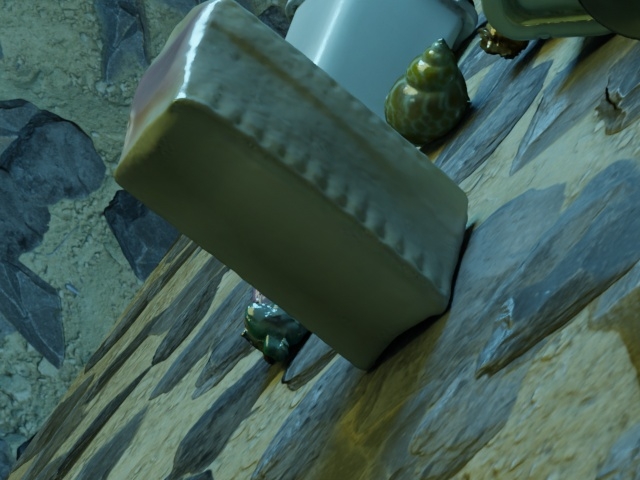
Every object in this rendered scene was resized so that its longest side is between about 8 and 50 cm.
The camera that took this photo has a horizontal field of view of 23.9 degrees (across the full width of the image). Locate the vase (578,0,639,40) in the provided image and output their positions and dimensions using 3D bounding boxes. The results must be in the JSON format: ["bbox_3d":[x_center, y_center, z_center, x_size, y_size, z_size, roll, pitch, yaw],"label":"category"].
[{"bbox_3d":[0.368,-0.354,1.520,0.173,0.173,0.321,-32,26,59],"label":"vase"}]

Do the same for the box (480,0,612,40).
[{"bbox_3d":[0.271,-0.399,1.688,0.175,0.312,0.182,0,23,27],"label":"box"}]

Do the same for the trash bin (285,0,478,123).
[{"bbox_3d":[0.067,-0.277,2.289,0.296,0.256,0.367,-36,22,46],"label":"trash bin"}]

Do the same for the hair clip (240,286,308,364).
[{"bbox_3d":[-0.002,-0.001,1.897,0.110,0.095,0.358,7,59,41],"label":"hair clip"}]

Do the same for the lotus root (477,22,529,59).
[{"bbox_3d":[0.285,-0.373,1.886,0.303,0.146,0.131,-60,32,24],"label":"lotus root"}]

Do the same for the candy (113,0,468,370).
[{"bbox_3d":[-0.026,-0.055,1.495,0.145,0.359,0.208,-42,18,33],"label":"candy"}]

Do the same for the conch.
[{"bbox_3d":[0.139,-0.183,2.003,0.116,0.106,0.173,-30,-4,0],"label":"conch"}]
